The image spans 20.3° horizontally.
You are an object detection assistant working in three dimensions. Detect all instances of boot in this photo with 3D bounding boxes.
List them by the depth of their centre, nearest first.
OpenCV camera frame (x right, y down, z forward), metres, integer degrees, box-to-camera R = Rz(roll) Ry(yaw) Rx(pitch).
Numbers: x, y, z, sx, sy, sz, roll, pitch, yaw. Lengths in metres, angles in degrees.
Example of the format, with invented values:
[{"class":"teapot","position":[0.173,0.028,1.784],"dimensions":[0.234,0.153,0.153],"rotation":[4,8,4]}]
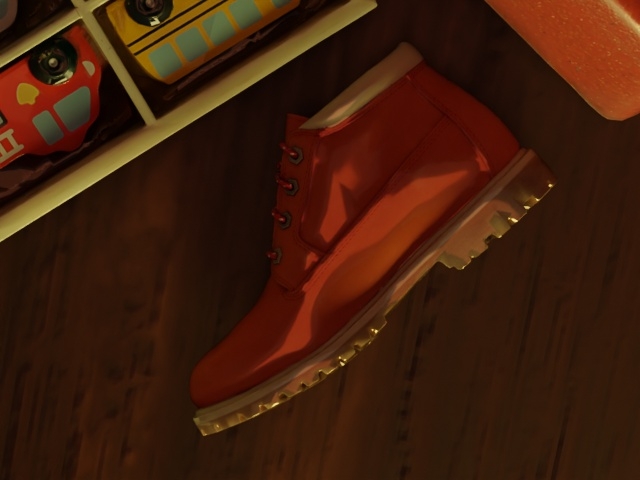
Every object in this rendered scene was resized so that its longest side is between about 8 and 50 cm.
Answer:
[{"class":"boot","position":[0.000,0.000,0.650],"dimensions":[0.158,0.059,0.084],"rotation":[-42,91,-1]}]

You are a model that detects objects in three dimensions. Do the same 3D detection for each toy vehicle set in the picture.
[{"class":"toy vehicle set","position":[-0.134,-0.084,0.616],"dimensions":[0.267,0.035,0.166],"rotation":[-32,107,-2]}]

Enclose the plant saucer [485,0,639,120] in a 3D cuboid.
[{"class":"plant saucer","position":[0.117,-0.195,0.565],"dimensions":[0.259,0.048,0.258],"rotation":[-46,118,9]}]
